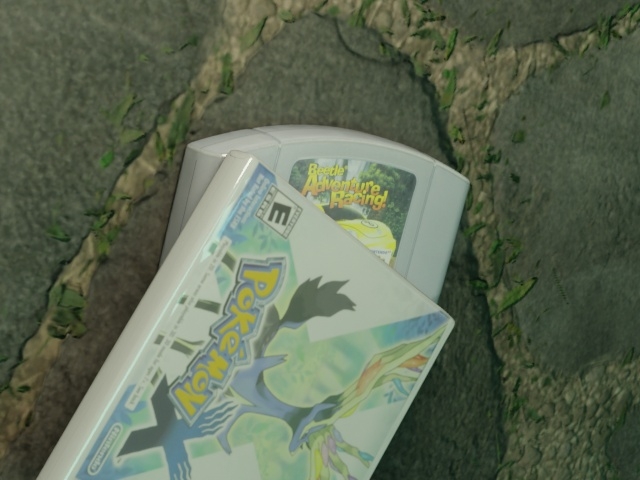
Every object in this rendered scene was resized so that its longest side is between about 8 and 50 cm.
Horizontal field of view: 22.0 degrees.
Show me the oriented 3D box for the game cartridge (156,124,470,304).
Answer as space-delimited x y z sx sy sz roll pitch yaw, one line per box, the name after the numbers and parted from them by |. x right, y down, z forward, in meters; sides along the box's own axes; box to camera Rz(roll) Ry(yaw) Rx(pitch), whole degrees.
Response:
0.000 0.000 1.425 0.294 0.060 0.196 3 102 -39 | game cartridge

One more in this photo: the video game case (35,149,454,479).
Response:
-0.053 0.138 1.360 0.300 0.036 0.329 38 76 -41 | video game case

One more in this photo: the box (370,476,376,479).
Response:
0.026 0.343 1.502 0.056 0.183 0.231 22 95 -41 | box
